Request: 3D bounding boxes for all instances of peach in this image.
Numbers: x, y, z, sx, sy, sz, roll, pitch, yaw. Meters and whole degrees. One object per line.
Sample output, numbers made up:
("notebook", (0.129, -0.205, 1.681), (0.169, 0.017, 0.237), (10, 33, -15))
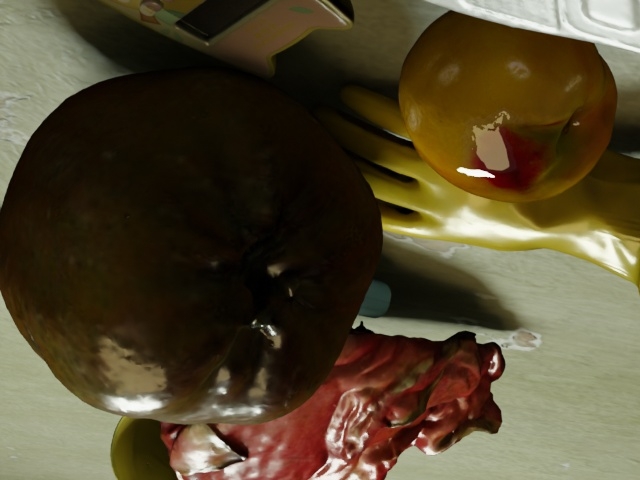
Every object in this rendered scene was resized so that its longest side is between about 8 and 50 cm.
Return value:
("peach", (0.115, -0.091, 1.090), (0.138, 0.138, 0.138), (11, 159, 4))

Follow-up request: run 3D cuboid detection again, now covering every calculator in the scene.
("calculator", (-0.100, -0.184, 1.103), (0.236, 0.033, 0.157), (25, 156, -25))
("calculator", (-0.026, 0.034, 1.528), (0.121, 0.039, 0.210), (16, 180, 38))

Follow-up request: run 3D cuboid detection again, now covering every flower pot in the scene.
("flower pot", (-0.128, 0.262, 2.068), (0.195, 0.195, 0.179), (2, 169, 26))

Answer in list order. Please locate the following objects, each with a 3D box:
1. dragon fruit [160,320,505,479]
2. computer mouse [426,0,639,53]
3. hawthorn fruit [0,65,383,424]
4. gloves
("dragon fruit", (0.003, 0.180, 1.616), (0.329, 0.228, 0.286), (8, 178, 7))
("computer mouse", (0.140, -0.182, 0.854), (0.297, 0.121, 0.184), (19, 165, 23))
("hawthorn fruit", (-0.110, 0.002, 1.269), (0.267, 0.268, 0.301), (27, 179, -33))
("gloves", (0.121, -0.048, 1.265), (0.294, 0.116, 0.133), (15, 133, 18))
